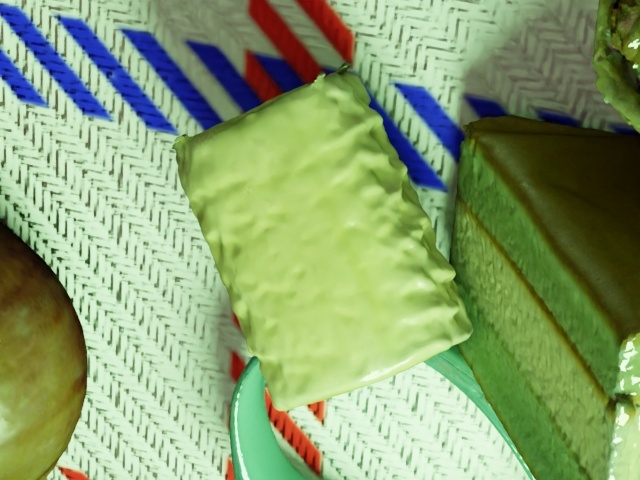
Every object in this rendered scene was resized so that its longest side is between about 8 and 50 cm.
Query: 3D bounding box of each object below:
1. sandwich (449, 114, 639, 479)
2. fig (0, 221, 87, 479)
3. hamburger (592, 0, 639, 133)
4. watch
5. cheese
[{"bbox_3d":[0.156,0.052,1.013,0.227,0.198,0.155,13,122,13],"label":"sandwich"},{"bbox_3d":[-0.264,0.079,1.191,0.235,0.214,0.235,30,143,26],"label":"fig"},{"bbox_3d":[0.247,-0.095,0.945,0.206,0.130,0.183,43,104,9],"label":"hamburger"},{"bbox_3d":[0.056,0.138,1.177,0.237,0.068,0.195,33,117,3],"label":"watch"},{"bbox_3d":[0.000,0.000,1.075,0.123,0.094,0.167,-24,92,5],"label":"cheese"}]
